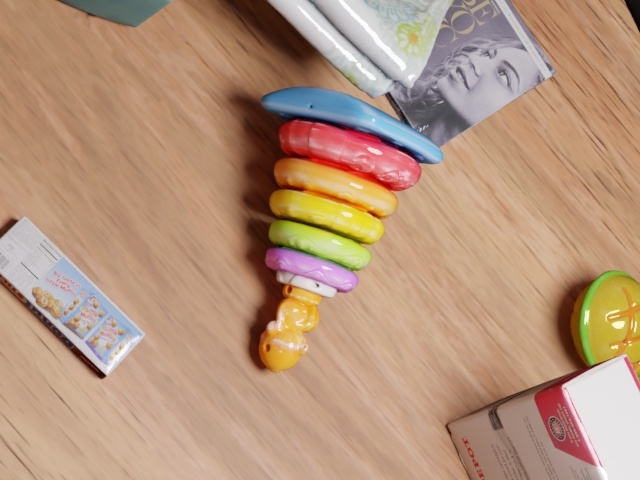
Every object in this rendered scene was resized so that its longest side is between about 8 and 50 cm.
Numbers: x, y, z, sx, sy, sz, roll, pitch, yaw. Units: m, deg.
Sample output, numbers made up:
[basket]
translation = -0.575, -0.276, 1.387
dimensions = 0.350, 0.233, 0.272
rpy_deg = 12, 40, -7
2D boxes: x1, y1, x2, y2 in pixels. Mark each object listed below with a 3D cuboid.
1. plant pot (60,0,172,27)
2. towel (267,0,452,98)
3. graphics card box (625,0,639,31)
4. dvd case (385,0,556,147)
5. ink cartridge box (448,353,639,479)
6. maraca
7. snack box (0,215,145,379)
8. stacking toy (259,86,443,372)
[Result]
[plant pot]
translation = -0.248, -0.347, 1.755
dimensions = 0.234, 0.165, 0.165
rpy_deg = 37, 64, -20
[towel]
translation = 0.003, -0.364, 1.820
dimensions = 0.374, 0.090, 0.320
rpy_deg = 43, 36, -15
[graphics card box]
translation = 0.552, -0.238, 2.111
dimensions = 0.232, 0.094, 0.371
rpy_deg = -22, 86, -26
[dvd case]
translation = 0.163, -0.221, 1.976
dimensions = 0.221, 0.018, 0.165
rpy_deg = -33, 90, -28
[ink cartridge box]
translation = 0.264, 0.239, 1.770
dimensions = 0.100, 0.237, 0.172
rpy_deg = -22, 85, -30
[maraca]
translation = 0.357, 0.116, 1.928
dimensions = 0.186, 0.099, 0.127
rpy_deg = 51, 62, -34
[snack box]
translation = -0.267, 0.059, 1.704
dimensions = 0.178, 0.022, 0.064
rpy_deg = 45, 62, -6
[stacking toy]
translation = 0.000, 0.000, 1.780
dimensions = 0.165, 0.175, 0.302
rpy_deg = 24, 81, -50
